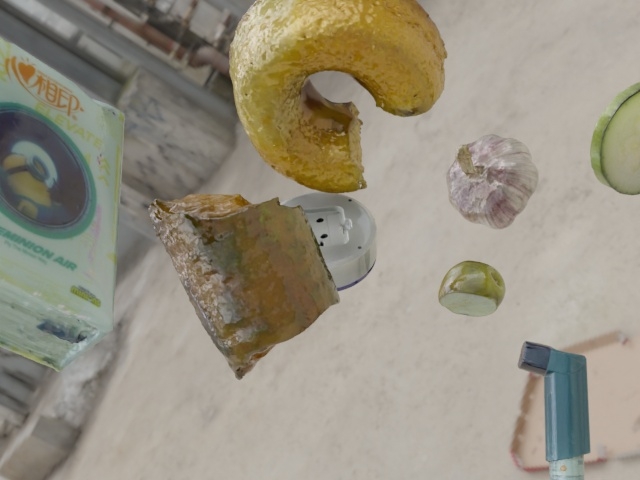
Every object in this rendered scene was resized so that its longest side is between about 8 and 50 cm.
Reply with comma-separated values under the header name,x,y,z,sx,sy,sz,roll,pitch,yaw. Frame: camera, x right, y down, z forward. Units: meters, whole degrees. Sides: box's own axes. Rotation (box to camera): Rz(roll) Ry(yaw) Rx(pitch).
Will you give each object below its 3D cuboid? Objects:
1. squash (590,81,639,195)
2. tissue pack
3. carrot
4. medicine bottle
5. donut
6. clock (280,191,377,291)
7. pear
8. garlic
name,x,y,z,sx,sy,sz,roll,pitch,yaw
squash,0.585,-0.192,1.790,0.219,0.219,0.041,-56,37,8
tissue pack,-0.406,-0.064,1.286,0.162,0.287,0.388,-31,45,28
carrot,-0.118,0.042,1.649,0.241,0.341,0.241,-24,9,4
medicine bottle,0.434,0.313,1.812,0.079,0.124,0.259,79,-171,-79
donut,0.006,-0.279,1.834,0.435,0.377,0.164,-52,25,39
clock,0.000,0.000,1.964,0.230,0.230,0.083,-77,-9,-45
pear,0.314,0.092,2.044,0.141,0.141,0.104,-36,40,51
garlic,0.412,-0.171,2.488,0.245,0.253,0.245,-15,63,32
